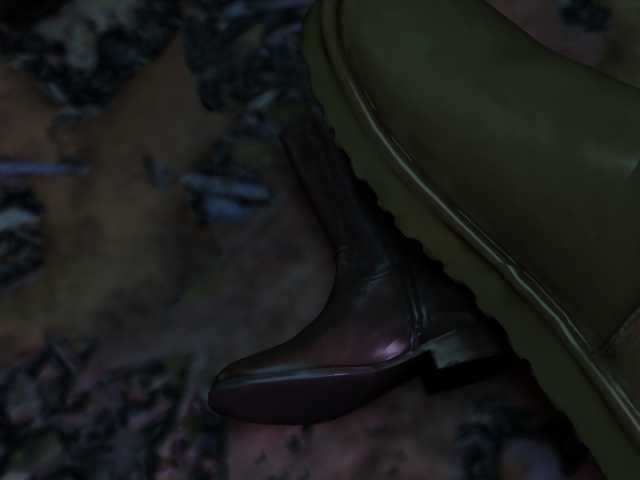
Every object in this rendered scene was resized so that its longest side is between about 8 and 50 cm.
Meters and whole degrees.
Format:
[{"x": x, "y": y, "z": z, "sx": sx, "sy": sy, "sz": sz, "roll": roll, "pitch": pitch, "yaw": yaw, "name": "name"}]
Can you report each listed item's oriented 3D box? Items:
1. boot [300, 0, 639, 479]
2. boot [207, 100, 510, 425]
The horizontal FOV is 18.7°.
[{"x": 0.145, "y": -0.069, "z": 0.567, "sx": 0.236, "sy": 0.269, "sz": 0.089, "roll": 51, "pitch": 33, "yaw": 14, "name": "boot"}, {"x": 0.000, "y": 0.000, "z": 0.646, "sx": 0.106, "sy": 0.037, "sz": 0.114, "roll": -8, "pitch": 64, "yaw": -22, "name": "boot"}]
